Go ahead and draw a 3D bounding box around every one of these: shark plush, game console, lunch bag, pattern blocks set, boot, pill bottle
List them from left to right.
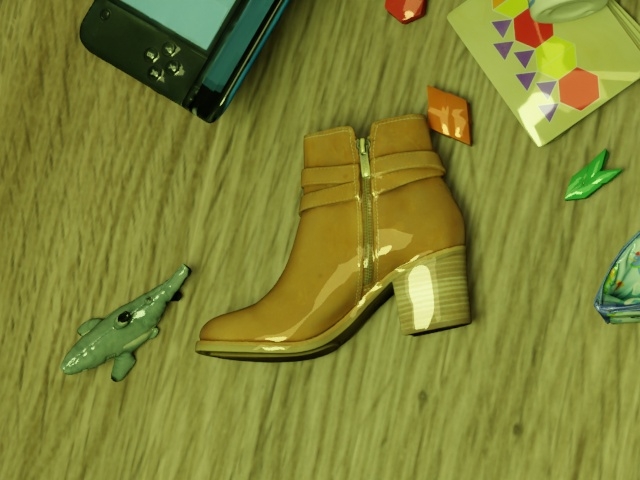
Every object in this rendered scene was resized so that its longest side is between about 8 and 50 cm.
[{"bbox_3d":[-0.192,0.089,1.561,0.161,0.067,0.073,-29,77,10],"label":"shark plush"},{"bbox_3d":[-0.108,-0.284,1.531,0.250,0.173,0.293,31,91,16],"label":"game console"},{"bbox_3d":[0.000,0.000,1.498,0.283,0.109,0.220,-13,81,11],"label":"boot"},{"bbox_3d":[0.224,-0.201,1.506,0.285,0.026,0.325,-27,77,11],"label":"pattern blocks set"},{"bbox_3d":[0.226,-0.285,1.461,0.078,0.078,0.137,-13,80,13],"label":"pill bottle"},{"bbox_3d":[0.320,0.027,1.400,0.151,0.129,0.096,-33,76,8],"label":"lunch bag"}]
